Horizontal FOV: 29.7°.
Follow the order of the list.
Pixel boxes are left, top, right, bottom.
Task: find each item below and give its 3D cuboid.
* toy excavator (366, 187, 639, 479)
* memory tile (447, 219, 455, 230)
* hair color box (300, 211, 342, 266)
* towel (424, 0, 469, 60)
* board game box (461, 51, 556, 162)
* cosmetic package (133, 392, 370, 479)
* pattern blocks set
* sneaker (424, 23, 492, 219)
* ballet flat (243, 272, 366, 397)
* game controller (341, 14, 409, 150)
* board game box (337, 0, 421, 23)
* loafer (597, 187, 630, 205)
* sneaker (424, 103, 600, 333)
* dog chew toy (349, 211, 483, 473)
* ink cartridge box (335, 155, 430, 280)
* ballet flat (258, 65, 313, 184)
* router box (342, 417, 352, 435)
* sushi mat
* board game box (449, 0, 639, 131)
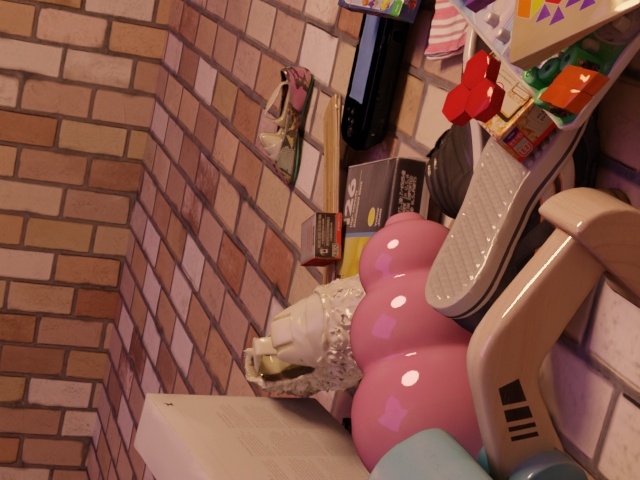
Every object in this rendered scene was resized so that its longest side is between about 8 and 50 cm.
[{"bbox_3d":[0.176,0.224,1.155,0.445,0.433,0.222,68,171,-24],"label":"toy excavator"},{"bbox_3d":[0.157,0.037,1.565,0.113,0.012,0.148,-58,10,30],"label":"memory tile"},{"bbox_3d":[0.000,0.000,1.854,0.141,0.043,0.072,149,123,-80],"label":"hair color box"},{"bbox_3d":[0.189,-0.351,1.652,0.144,0.029,0.197,178,99,-73],"label":"towel"},{"bbox_3d":[0.245,-0.193,1.322,0.193,0.045,0.147,-46,29,10],"label":"board game box"},{"bbox_3d":[-0.054,0.333,1.637,0.377,0.284,0.097,38,115,55],"label":"cosmetic package"},{"bbox_3d":[0.248,-0.248,1.153,0.325,0.026,0.285,-8,65,57],"label":"pattern blocks set"},{"bbox_3d":[0.188,-0.156,1.496,0.147,0.104,0.296,-10,78,63],"label":"sneaker"},{"bbox_3d":[-0.020,0.149,1.679,0.409,0.147,0.147,132,141,-65],"label":"ballet flat"},{"bbox_3d":[0.085,-0.301,1.874,0.166,0.067,0.319,-139,59,-65],"label":"game controller"},{"bbox_3d":[0.111,-0.423,1.748,0.136,0.035,0.201,22,94,47],"label":"board game box"},{"bbox_3d":[0.300,0.004,1.233,0.148,0.050,0.056,-105,30,-45],"label":"loafer"},{"bbox_3d":[0.236,-0.036,1.335,0.126,0.127,0.321,8,66,61],"label":"sneaker"},{"bbox_3d":[0.124,0.127,1.404,0.206,0.206,0.332,136,129,-59],"label":"dog chew toy"},{"bbox_3d":[0.068,0.037,1.776,0.307,0.072,0.304,177,100,-72],"label":"ink cartridge box"},{"bbox_3d":[-0.070,-0.215,2.235,0.077,0.079,0.221,-142,61,-65],"label":"ballet flat"},{"bbox_3d":[0.060,0.326,1.776,0.092,0.038,0.122,176,100,-68],"label":"router box"},{"bbox_3d":[0.019,-0.069,1.965,0.151,0.019,0.316,123,148,-80],"label":"sushi mat"},{"bbox_3d":[0.281,-0.363,1.257,0.390,0.050,0.390,-56,30,21],"label":"board game box"}]
